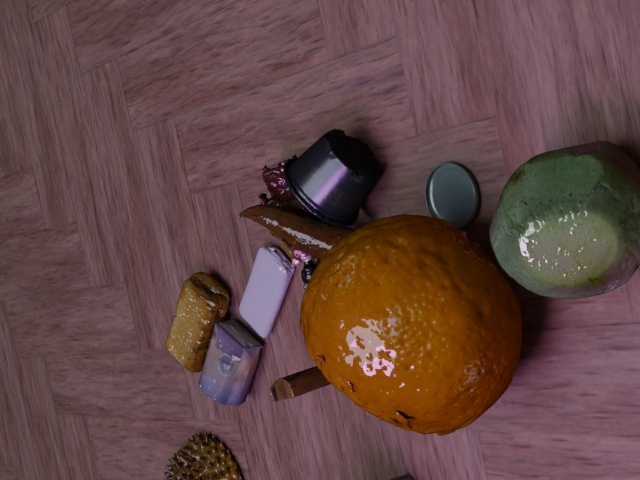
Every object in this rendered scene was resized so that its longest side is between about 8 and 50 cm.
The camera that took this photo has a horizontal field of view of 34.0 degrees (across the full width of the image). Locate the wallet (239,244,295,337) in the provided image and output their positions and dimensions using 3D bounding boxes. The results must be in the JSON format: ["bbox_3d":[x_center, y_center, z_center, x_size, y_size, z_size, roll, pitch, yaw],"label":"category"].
[{"bbox_3d":[-0.107,0.097,2.065,0.095,0.033,0.190,41,129,31],"label":"wallet"}]

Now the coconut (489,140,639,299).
[{"bbox_3d":[0.342,-0.030,1.415,0.205,0.236,0.235,27,126,1],"label":"coconut"}]

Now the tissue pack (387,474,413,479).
[{"bbox_3d":[0.037,0.542,1.797,0.103,0.316,0.227,42,121,36],"label":"tissue pack"}]

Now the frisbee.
[{"bbox_3d":[0.211,-0.071,1.683,0.110,0.014,0.110,16,112,46],"label":"frisbee"}]

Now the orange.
[{"bbox_3d":[0.146,0.117,1.579,0.341,0.341,0.293,41,102,33],"label":"orange"}]

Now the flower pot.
[{"bbox_3d":[0.028,-0.114,1.780,0.107,0.157,0.157,-48,64,31],"label":"flower pot"}]

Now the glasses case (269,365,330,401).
[{"bbox_3d":[-0.009,0.247,1.892,0.065,0.170,0.041,-24,83,49],"label":"glasses case"}]

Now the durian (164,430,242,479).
[{"bbox_3d":[-0.262,0.544,2.287,0.183,0.138,0.249,-51,57,51],"label":"durian"}]

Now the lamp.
[{"bbox_3d":[-0.031,-0.026,1.895,0.118,0.118,0.253,-20,88,48],"label":"lamp"}]

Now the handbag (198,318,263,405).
[{"bbox_3d":[-0.186,0.260,2.158,0.117,0.095,0.173,39,119,41],"label":"handbag"}]

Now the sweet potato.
[{"bbox_3d":[0.000,0.000,1.799,0.315,0.072,0.066,16,137,13],"label":"sweet potato"}]

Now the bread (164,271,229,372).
[{"bbox_3d":[-0.257,0.172,2.210,0.114,0.083,0.211,40,127,27],"label":"bread"}]
